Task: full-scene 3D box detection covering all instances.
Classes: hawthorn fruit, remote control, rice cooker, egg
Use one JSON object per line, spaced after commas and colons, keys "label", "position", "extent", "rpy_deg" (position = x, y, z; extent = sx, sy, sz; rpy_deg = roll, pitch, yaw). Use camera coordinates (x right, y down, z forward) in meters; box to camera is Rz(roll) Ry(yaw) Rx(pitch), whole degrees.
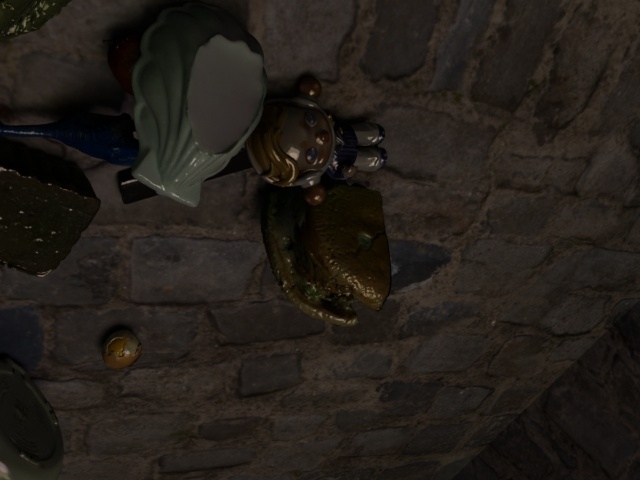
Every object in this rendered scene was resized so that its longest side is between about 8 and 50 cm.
{"label": "hawthorn fruit", "position": [-0.251, -0.245, 1.080], "extent": [0.081, 0.081, 0.093], "rpy_deg": [-36, 140, 7]}
{"label": "remote control", "position": [-0.210, -0.117, 1.298], "extent": [0.245, 0.025, 0.063], "rpy_deg": [-19, 137, -16]}
{"label": "rice cooker", "position": [-0.626, 0.366, 1.374], "extent": [0.277, 0.288, 0.288], "rpy_deg": [-31, 143, 2]}
{"label": "egg", "position": [-0.384, 0.211, 1.518], "extent": [0.083, 0.071, 0.071], "rpy_deg": [-38, 143, 21]}

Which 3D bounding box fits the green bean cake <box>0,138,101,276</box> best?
{"label": "green bean cake", "position": [-0.442, -0.048, 1.162], "extent": [0.181, 0.094, 0.173], "rpy_deg": [20, 120, -45]}

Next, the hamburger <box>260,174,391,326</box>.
{"label": "hamburger", "position": [0.000, 0.000, 1.368], "extent": [0.192, 0.288, 0.167], "rpy_deg": [12, 146, -27]}

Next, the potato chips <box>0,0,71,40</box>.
{"label": "potato chips", "position": [-0.326, -0.342, 0.824], "extent": [0.429, 0.070, 0.358], "rpy_deg": [-32, 173, 20]}

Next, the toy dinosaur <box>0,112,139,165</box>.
{"label": "toy dinosaur", "position": [-0.319, -0.130, 1.080], "extent": [0.188, 0.247, 0.075], "rpy_deg": [-17, 131, -49]}

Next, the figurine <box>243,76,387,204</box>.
{"label": "figurine", "position": [-0.009, -0.170, 1.303], "extent": [0.274, 0.133, 0.194], "rpy_deg": [-31, 109, -40]}

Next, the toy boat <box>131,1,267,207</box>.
{"label": "toy boat", "position": [-0.150, -0.193, 1.053], "extent": [0.199, 0.291, 0.100], "rpy_deg": [27, 160, -34]}
